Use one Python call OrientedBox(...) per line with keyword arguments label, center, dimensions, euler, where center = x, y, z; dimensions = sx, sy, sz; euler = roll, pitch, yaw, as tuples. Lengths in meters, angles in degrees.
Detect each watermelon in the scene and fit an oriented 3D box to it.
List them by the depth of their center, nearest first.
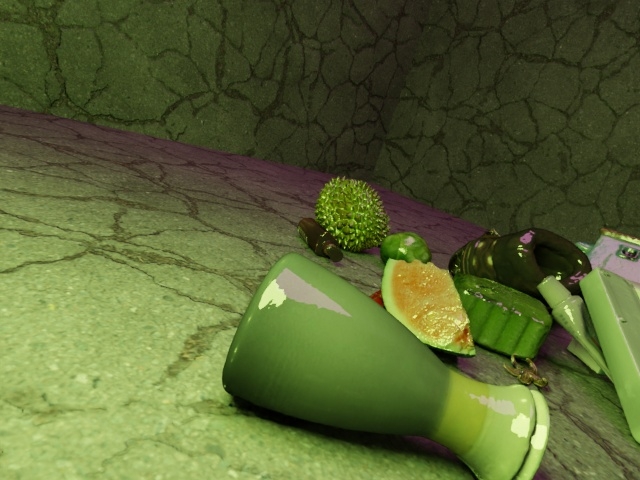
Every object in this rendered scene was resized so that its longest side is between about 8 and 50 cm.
OrientedBox(label="watermelon", center=(0.203, 0.145, 0.826), dimensions=(0.146, 0.129, 0.231), euler=(55, 19, -44))

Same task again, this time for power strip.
OrientedBox(label="power strip", center=(0.563, 0.205, 0.801), dimensions=(0.091, 0.062, 0.385), euler=(23, 42, -6))

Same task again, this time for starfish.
OrientedBox(label="starfish", center=(0.369, 0.238, 0.802), dimensions=(0.078, 0.028, 0.091), euler=(20, 15, 33))

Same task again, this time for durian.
OrientedBox(label="durian", center=(0.084, -0.080, 1.303), dimensions=(0.237, 0.200, 0.176), euler=(43, -11, 35))

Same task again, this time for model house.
OrientedBox(label="model house", center=(0.893, 0.082, 1.288), dimensions=(0.295, 0.329, 0.251), euler=(27, -22, 40))

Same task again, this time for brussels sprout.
OrientedBox(label="brussels sprout", center=(0.243, 0.033, 1.251), dimensions=(0.155, 0.117, 0.155), euler=(9, 20, -3))

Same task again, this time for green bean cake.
OrientedBox(label="green bean cake", center=(0.364, 0.153, 0.947), dimensions=(0.201, 0.113, 0.214), euler=(21, 13, 16))

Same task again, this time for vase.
OrientedBox(label="vase", center=(0.071, 0.150, 0.497), dimensions=(0.322, 0.173, 0.173), euler=(23, 14, 5))

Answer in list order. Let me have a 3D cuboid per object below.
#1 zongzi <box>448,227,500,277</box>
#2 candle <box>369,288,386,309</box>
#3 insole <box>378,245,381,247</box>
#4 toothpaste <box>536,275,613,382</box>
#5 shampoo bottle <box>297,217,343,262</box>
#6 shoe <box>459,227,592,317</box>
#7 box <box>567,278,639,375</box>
OrientedBox(label="zongzi", center=(0.543, 0.121, 1.290), dimensions=(0.318, 0.154, 0.289), euler=(40, 32, 22))
OrientedBox(label="candle", center=(0.115, 0.124, 0.874), dimensions=(0.051, 0.048, 0.329), euler=(15, 11, 23))
OrientedBox(label="insole", center=(0.203, 0.022, 1.482), dimensions=(0.153, 0.002, 0.053), euler=(17, 14, -6))
OrientedBox(label="toothpaste", center=(0.551, 0.194, 0.907), dimensions=(0.099, 0.068, 0.282), euler=(-28, 72, -17))
OrientedBox(label="shampoo bottle", center=(0.000, -0.002, 1.181), dimensions=(0.068, 0.067, 0.236), euler=(21, 11, -28))
OrientedBox(label="shoe", center=(0.560, 0.091, 1.117), dimensions=(0.384, 0.171, 0.237), euler=(25, -19, -25))
OrientedBox(label="box", center=(0.741, 0.214, 0.998), dimensions=(0.275, 0.202, 0.116), euler=(16, 15, -11))
